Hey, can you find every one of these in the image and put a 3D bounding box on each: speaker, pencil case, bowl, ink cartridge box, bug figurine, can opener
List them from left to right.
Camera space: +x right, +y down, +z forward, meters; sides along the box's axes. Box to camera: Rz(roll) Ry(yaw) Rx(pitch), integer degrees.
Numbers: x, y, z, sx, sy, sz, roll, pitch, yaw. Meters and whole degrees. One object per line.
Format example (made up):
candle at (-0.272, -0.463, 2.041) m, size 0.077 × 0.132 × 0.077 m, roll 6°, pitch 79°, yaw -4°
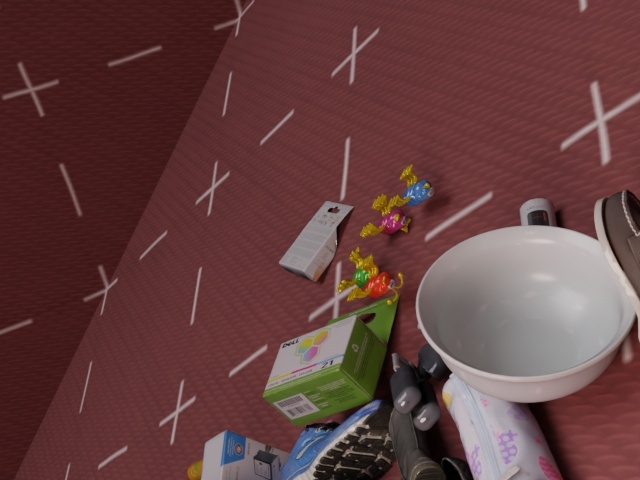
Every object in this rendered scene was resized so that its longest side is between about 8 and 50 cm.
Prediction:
ink cartridge box at (-0.121, 0.449, 1.959) m, size 0.082 × 0.191 × 0.139 m, roll -39°, pitch 37°, yaw 41°
ink cartridge box at (0.000, 0.000, 2.310) m, size 0.179 × 0.045 × 0.145 m, roll -51°, pitch 23°, yaw -11°
ink cartridge box at (0.023, 0.188, 1.916) m, size 0.189 × 0.097 × 0.255 m, roll -25°, pitch 31°, yaw 36°
bug figurine at (0.124, 0.005, 1.978) m, size 0.279 × 0.072 × 0.216 m, roll -66°, pitch 12°, yaw -15°
can opener at (0.159, 0.212, 1.664) m, size 0.095 × 0.076 × 0.283 m, roll -49°, pitch 2°, yaw 5°
pencil case at (0.251, 0.290, 1.468) m, size 0.113 × 0.124 × 0.273 m, roll -53°, pitch 28°, yaw 25°
bowl at (0.284, 0.122, 1.467) m, size 0.298 × 0.298 × 0.134 m, roll -102°, pitch 0°, yaw -51°
speaker at (0.338, 0.002, 1.628) m, size 0.055 × 0.055 × 0.136 m, roll -42°, pitch 34°, yaw 41°

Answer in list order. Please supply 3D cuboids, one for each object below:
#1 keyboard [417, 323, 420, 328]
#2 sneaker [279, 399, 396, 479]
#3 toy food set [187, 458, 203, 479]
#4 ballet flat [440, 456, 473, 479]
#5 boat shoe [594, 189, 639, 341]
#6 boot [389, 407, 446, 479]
keyboard at (0.243, 0.112, 1.766) m, size 0.256 × 0.014 × 0.072 m, roll -9°, pitch 65°, yaw 60°
sneaker at (0.018, 0.359, 1.846) m, size 0.330 × 0.130 × 0.147 m, roll -46°, pitch 34°, yaw 35°
toy food set at (-0.218, 0.556, 2.143) m, size 0.104 × 0.111 × 0.232 m, roll -37°, pitch 35°, yaw 45°
ballet flat at (0.205, 0.394, 1.551) m, size 0.057 × 0.049 × 0.173 m, roll -50°, pitch 30°, yaw 32°
boat shoe at (0.436, 0.052, 1.337) m, size 0.097 × 0.117 × 0.324 m, roll -42°, pitch 38°, yaw 32°
boot at (0.144, 0.371, 1.653) m, size 0.208 × 0.076 × 0.189 m, roll -125°, pitch 41°, yaw -69°
